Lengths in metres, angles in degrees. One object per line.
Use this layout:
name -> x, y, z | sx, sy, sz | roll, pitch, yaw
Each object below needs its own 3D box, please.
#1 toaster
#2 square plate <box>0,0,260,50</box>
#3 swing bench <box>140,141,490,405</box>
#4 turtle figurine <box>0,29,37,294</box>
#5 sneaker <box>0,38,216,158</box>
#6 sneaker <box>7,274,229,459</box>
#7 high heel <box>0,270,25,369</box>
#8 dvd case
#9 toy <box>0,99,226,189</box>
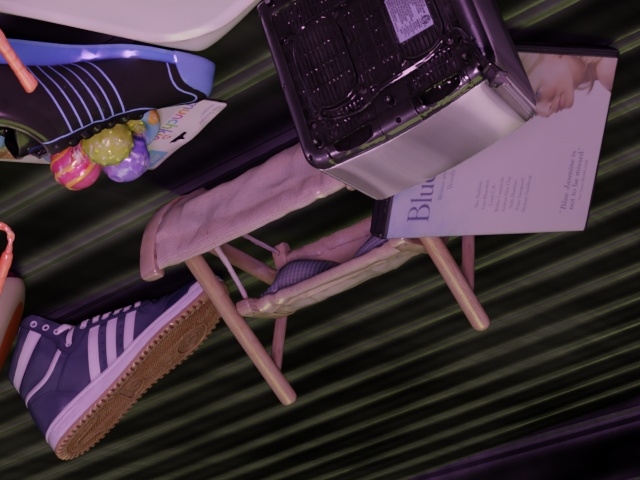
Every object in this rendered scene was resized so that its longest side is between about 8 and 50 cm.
toaster -> 0.061, -0.135, 1.072 | 0.168, 0.186, 0.110 | -29, 152, 21
square plate -> -0.118, -0.232, 0.924 | 0.344, 0.049, 0.347 | 7, 152, -40
swing bench -> 0.000, 0.000, 1.394 | 0.253, 0.165, 0.255 | -22, 130, 26
turtle figurine -> -0.318, -0.058, 1.013 | 0.217, 0.087, 0.270 | 17, 130, 13
sneaker -> -0.195, -0.108, 1.104 | 0.232, 0.091, 0.081 | 0, 179, -22
sneaker -> -0.250, 0.111, 1.670 | 0.282, 0.153, 0.099 | -44, 154, -2
high heel -> -0.418, 0.056, 1.458 | 0.181, 0.127, 0.377 | 18, 161, 1
dvd case -> 0.163, -0.093, 1.277 | 0.253, 0.180, 0.022 | -2, -161, -34
toy -> -0.211, -0.081, 1.238 | 0.237, 0.056, 0.137 | 5, 154, -38
